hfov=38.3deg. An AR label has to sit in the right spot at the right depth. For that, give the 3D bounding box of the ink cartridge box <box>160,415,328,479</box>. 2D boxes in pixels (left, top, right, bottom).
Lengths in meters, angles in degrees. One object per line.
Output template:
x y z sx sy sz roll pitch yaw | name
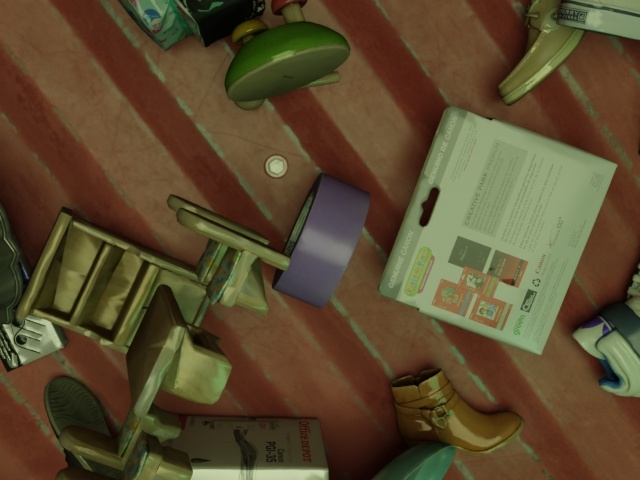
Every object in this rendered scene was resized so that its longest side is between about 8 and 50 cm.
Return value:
-0.133 0.355 1.399 0.283 0.207 0.117 2 100 -5 | ink cartridge box

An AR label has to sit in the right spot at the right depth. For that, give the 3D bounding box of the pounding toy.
-0.062 -0.277 1.306 0.183 0.237 0.110 -20 86 -4 | pounding toy

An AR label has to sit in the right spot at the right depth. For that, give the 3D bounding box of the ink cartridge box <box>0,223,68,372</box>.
-0.480 0.089 1.419 0.097 0.046 0.207 -23 99 -1 | ink cartridge box

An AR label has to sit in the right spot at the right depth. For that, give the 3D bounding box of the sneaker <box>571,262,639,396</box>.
0.509 0.093 1.439 0.236 0.130 0.323 -12 104 -6 | sneaker

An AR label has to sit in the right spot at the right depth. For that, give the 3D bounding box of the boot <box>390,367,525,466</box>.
0.217 0.269 1.472 0.197 0.073 0.152 -19 104 3 | boot

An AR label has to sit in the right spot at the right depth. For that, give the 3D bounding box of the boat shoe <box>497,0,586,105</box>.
0.353 -0.337 1.383 0.098 0.109 0.302 39 89 -3 | boat shoe

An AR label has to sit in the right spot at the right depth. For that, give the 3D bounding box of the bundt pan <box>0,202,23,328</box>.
-0.581 0.018 1.280 0.331 0.124 0.331 12 118 25 | bundt pan

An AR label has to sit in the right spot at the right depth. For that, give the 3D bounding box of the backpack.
-0.212 -0.400 1.276 0.191 0.225 0.253 -28 92 -1 | backpack

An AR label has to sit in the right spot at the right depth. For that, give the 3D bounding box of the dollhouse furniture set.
-0.264 0.105 1.237 0.256 0.394 0.362 24 93 -17 | dollhouse furniture set

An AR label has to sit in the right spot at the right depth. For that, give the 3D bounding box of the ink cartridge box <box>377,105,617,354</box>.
0.255 -0.023 1.407 0.272 0.130 0.309 20 96 -5 | ink cartridge box

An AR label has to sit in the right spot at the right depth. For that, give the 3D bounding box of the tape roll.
0.000 0.000 1.365 0.080 0.189 0.189 24 96 -7 | tape roll

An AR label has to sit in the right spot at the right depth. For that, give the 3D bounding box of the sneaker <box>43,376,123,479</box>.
-0.381 0.329 1.446 0.222 0.083 0.118 56 134 13 | sneaker

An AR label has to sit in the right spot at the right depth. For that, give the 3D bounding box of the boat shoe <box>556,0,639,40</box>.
0.493 -0.361 1.317 0.367 0.136 0.156 1 108 -30 | boat shoe

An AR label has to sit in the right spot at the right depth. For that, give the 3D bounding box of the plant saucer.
0.083 0.416 1.384 0.043 0.317 0.317 41 95 23 | plant saucer
